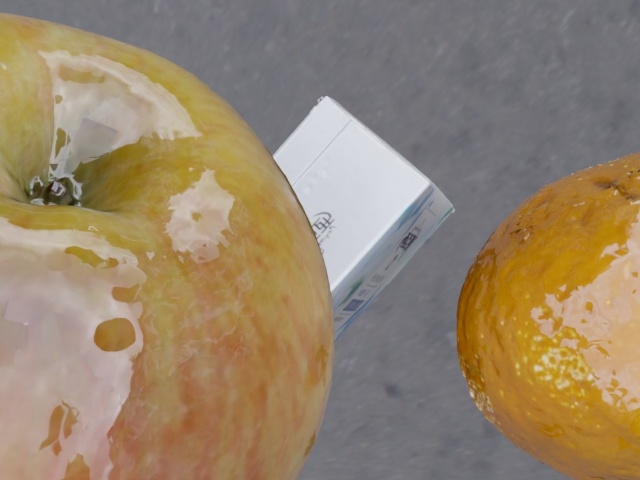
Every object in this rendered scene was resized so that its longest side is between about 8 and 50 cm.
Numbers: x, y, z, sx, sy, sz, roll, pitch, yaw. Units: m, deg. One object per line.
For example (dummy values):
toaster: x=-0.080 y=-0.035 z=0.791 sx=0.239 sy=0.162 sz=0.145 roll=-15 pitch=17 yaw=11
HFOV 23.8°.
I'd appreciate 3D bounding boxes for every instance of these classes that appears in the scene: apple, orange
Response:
apple: x=-0.189 y=0.056 z=0.888 sx=0.391 sy=0.346 sz=0.391 roll=15 pitch=36 yaw=-12
orange: x=0.115 y=0.029 z=0.524 sx=0.135 sy=0.135 sz=0.117 roll=-8 pitch=62 yaw=-11

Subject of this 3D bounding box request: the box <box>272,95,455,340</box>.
box: x=0.002 y=0.002 z=1.324 sx=0.116 sy=0.274 sz=0.203 roll=41 pitch=93 yaw=9
